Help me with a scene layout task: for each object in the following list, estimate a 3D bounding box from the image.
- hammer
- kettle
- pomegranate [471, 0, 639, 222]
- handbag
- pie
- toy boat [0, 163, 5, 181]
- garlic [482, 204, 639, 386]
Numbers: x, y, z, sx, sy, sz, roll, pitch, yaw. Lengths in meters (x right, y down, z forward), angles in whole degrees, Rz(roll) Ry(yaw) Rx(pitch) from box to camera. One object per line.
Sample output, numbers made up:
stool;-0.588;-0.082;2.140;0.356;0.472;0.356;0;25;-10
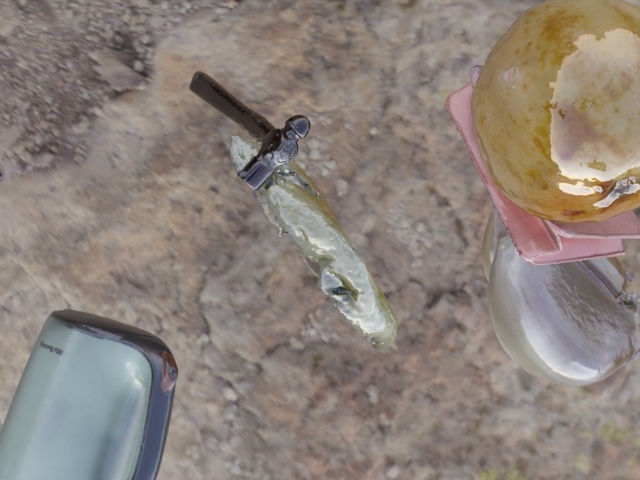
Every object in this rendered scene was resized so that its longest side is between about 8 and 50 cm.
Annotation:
hammer;-0.068;-0.096;0.934;0.065;0.178;0.021;-50;129;1
kettle;-0.258;0.217;1.393;0.165;0.240;0.255;25;83;-46
pomegranate;0.227;-0.114;1.072;0.207;0.207;0.207;-6;105;-22
handbag;0.230;-0.081;1.241;0.157;0.212;0.059;-3;149;-35
pie;0.000;0.000;1.575;0.075;0.337;0.337;-37;114;2
toy boat;-0.197;0.009;0.455;0.114;0.262;0.115;3;119;18
garlic;0.343;0.082;1.775;0.325;0.279;0.132;33;130;-16
